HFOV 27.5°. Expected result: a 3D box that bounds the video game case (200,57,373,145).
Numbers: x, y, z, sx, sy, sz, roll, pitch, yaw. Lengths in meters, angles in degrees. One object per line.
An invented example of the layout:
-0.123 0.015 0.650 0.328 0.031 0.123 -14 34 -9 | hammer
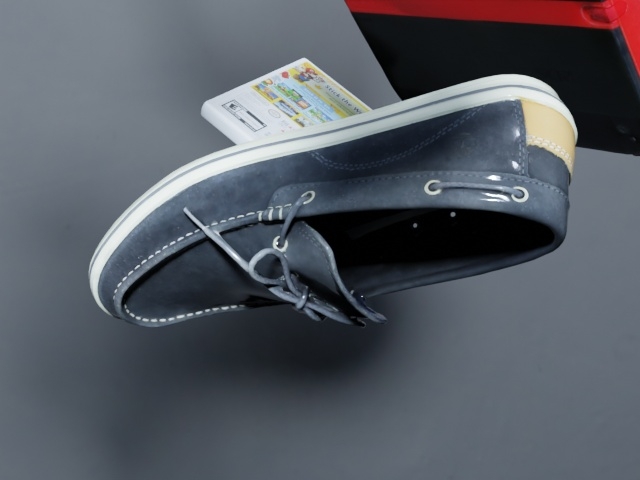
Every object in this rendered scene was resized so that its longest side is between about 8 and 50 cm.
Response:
-0.004 -0.132 1.647 0.227 0.206 0.026 39 132 18 | video game case

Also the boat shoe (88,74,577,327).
0.000 0.000 1.210 0.500 0.156 0.187 -17 147 19 | boat shoe

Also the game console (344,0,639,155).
0.158 -0.236 1.276 0.060 0.387 0.342 -46 125 -22 | game console
